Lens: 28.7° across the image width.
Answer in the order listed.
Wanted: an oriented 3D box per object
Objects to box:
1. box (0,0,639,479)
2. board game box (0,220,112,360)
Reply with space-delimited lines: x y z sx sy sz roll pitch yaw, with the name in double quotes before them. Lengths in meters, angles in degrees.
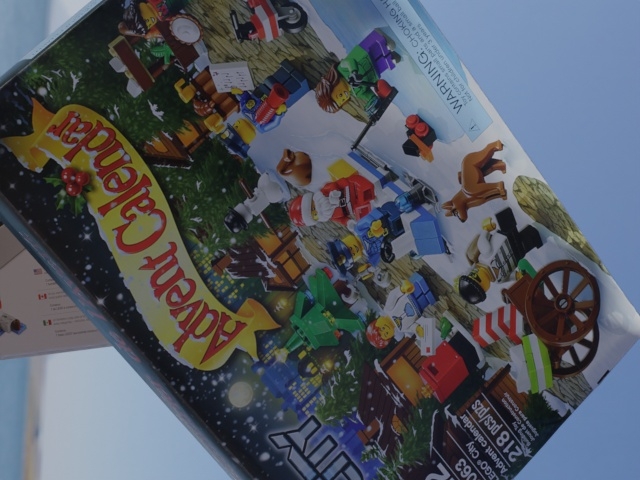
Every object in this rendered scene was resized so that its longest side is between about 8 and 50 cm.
"box" 0.000 0.000 0.454 0.233 0.159 0.044 51 -18 -18
"board game box" -0.164 -0.021 0.878 0.053 0.305 0.193 -18 100 -71
